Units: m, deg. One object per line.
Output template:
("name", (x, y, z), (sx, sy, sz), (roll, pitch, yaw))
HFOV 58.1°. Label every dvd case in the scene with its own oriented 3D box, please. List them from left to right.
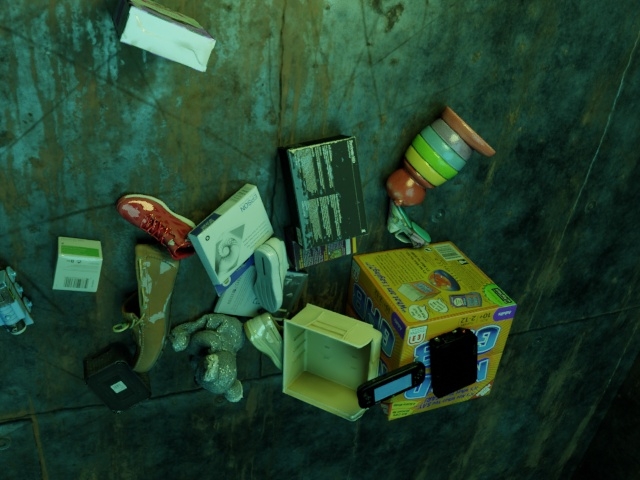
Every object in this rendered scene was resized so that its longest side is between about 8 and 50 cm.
("dvd case", (-0.174, 0.148, 1.685), (0.239, 0.029, 0.179), (13, 115, -30))

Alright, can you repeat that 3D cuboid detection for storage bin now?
("storage bin", (-0.571, 0.389, 1.627), (0.122, 0.084, 0.180), (-27, 129, -6))
("storage bin", (0.032, 0.355, 1.686), (0.123, 0.260, 0.262), (-35, 135, -53))

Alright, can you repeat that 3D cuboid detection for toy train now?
("toy train", (-0.748, 0.145, 1.370), (0.080, 0.105, 0.184), (-17, 126, -13))

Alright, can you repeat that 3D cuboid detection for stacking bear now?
("stacking bear", (0.302, -0.211, 1.594), (0.164, 0.175, 0.289), (31, 112, -33))

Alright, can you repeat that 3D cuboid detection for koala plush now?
("koala plush", (-0.294, 0.336, 1.621), (0.203, 0.221, 0.196), (-28, 129, 0))

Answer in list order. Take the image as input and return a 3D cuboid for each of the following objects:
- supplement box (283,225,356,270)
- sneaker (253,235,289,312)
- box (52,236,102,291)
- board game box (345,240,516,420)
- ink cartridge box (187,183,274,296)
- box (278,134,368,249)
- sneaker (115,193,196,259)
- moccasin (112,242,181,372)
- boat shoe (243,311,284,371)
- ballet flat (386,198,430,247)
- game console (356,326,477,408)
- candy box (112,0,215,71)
("supplement box", (0.000, 0.000, 1.634), (0.188, 0.081, 0.104), (-16, 126, -15))
("sneaker", (-0.125, 0.098, 1.599), (0.091, 0.094, 0.258), (-41, 152, -36))
("box", (-0.590, 0.058, 1.398), (0.101, 0.087, 0.102), (7, 117, -28))
("board game box", (0.310, 0.261, 1.771), (0.356, 0.356, 0.356), (-8, 124, -20))
("ink cartridge box", (-0.216, 0.005, 1.497), (0.223, 0.045, 0.224), (-47, 137, -31))
("box", (0.009, -0.128, 1.496), (0.184, 0.103, 0.261), (-13, 106, -14))
("sneaker", (-0.387, -0.031, 1.406), (0.221, 0.128, 0.087), (23, 109, -34))
("moccasin", (-0.463, 0.182, 1.508), (0.147, 0.139, 0.380), (6, 121, -21))
("boat shoe", (-0.117, 0.314, 1.757), (0.098, 0.109, 0.302), (-33, 134, 5))
("ballet flat", (0.250, -0.040, 1.736), (0.079, 0.077, 0.221), (-30, 132, 22))
("game console", (0.267, 0.373, 1.568), (0.361, 0.044, 0.213), (-20, 126, -11))
("candy box", (-0.315, -0.418, 1.142), (0.165, 0.196, 0.070), (13, 114, -31))
